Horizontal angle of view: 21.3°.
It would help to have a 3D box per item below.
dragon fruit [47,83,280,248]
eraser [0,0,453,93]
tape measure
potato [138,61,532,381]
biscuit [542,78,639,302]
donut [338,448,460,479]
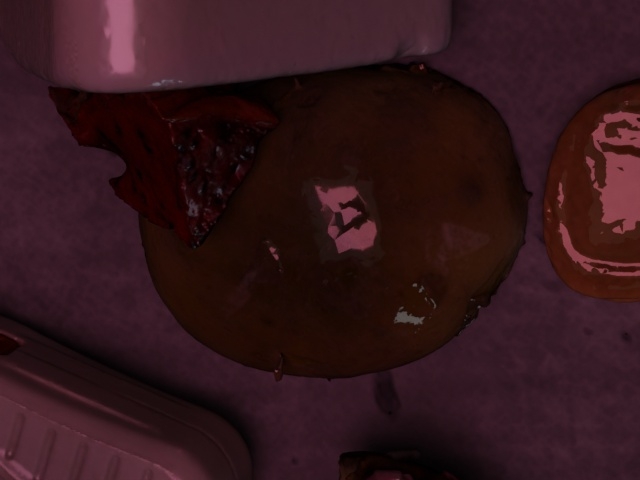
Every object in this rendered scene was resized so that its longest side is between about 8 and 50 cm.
[{"bbox_3d":[-0.113,-0.078,1.220,0.192,0.092,0.122,14,130,51],"label":"dragon fruit"},{"bbox_3d":[-0.054,-0.189,1.144,0.331,0.331,0.149,-1,103,12],"label":"eraser"},{"bbox_3d":[-0.195,0.199,1.301,0.258,0.130,0.265,23,111,9],"label":"tape measure"},{"bbox_3d":[0.000,0.000,1.229,0.299,0.116,0.239,-10,104,15],"label":"potato"},{"bbox_3d":[0.343,-0.015,1.184,0.376,0.051,0.269,3,104,11],"label":"biscuit"},{"bbox_3d":[0.058,0.333,1.272,0.259,0.136,0.345,31,107,2],"label":"donut"}]
